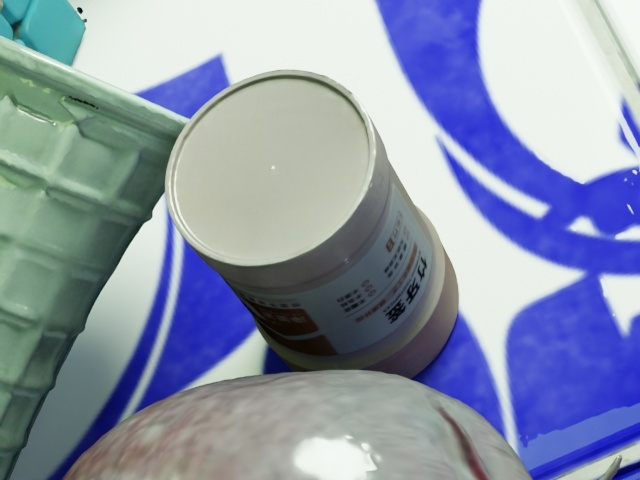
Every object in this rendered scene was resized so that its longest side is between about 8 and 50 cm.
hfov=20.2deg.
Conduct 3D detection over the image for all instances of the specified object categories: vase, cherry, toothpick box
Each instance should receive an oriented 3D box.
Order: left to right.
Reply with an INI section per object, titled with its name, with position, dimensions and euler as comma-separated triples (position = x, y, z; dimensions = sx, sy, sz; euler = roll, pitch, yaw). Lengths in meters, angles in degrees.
[vase]
position = -0.174, 0.056, 0.835
dimensions = 0.143, 0.143, 0.299
euler = 25, 91, 29
[cherry]
position = -0.011, 0.153, 0.735
dimensions = 0.266, 0.183, 0.213
euler = 3, 55, 38
[toothpick box]
position = 0.000, 0.000, 0.829
dimensions = 0.098, 0.149, 0.098
euler = -8, 61, 16

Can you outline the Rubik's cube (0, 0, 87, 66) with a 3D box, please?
[Rubik's cube]
position = -0.255, -0.115, 0.945
dimensions = 0.224, 0.213, 0.265
euler = 6, 64, 24
